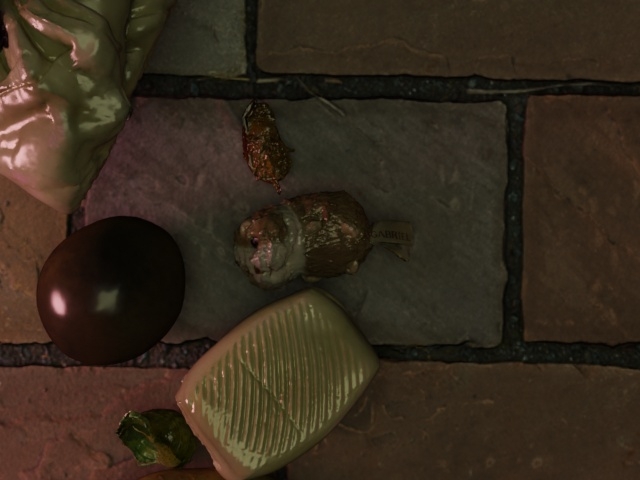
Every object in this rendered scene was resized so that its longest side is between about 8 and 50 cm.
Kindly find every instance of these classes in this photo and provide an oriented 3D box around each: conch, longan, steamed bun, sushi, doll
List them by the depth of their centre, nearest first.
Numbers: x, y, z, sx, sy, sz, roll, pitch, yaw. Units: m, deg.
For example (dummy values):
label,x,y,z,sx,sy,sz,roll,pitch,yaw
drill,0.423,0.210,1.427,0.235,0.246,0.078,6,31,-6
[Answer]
label,x,y,z,sx,sy,sz,roll,pitch,yaw
steamed bun,-0.298,-0.206,1.454,0.206,0.275,0.320,26,53,-10
longan,-0.247,0.059,1.541,0.167,0.167,0.187,41,70,-5
doll,0.002,-0.007,1.564,0.221,0.115,0.105,-11,120,-3
steamed bun,-0.055,0.175,1.566,0.239,0.152,0.170,-38,87,-14
sushi,-0.068,-0.114,1.581,0.061,0.060,0.118,-30,96,-5
conch,-0.205,0.246,1.595,0.089,0.074,0.121,-40,134,16

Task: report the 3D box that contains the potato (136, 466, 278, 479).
label,x,y,z,sx,sy,sz,roll,pitch,yaw
potato,-0.166,0.372,1.575,0.296,0.141,0.191,-1,94,0
